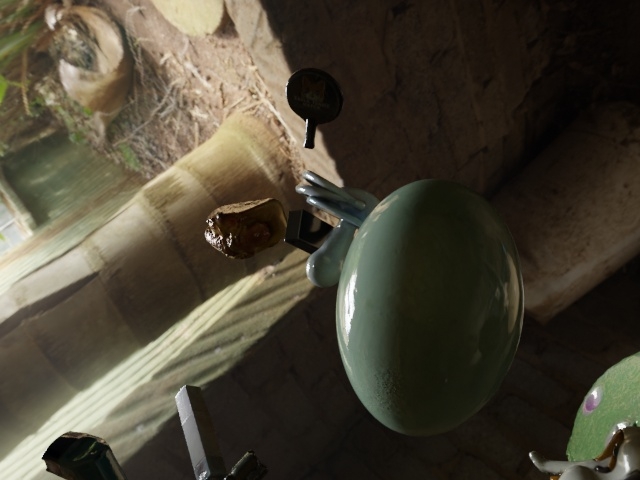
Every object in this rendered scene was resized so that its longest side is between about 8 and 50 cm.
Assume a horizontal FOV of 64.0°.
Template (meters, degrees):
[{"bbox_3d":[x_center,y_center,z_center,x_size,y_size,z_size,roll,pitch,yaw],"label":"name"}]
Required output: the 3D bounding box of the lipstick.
[{"bbox_3d":[-0.428,0.683,1.815,0.076,0.079,0.371,24,-159,-41],"label":"lipstick"}]

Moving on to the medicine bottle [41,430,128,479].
[{"bbox_3d":[-0.418,0.484,0.984,0.124,0.079,0.258,-14,108,25],"label":"medicine bottle"}]

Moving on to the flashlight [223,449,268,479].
[{"bbox_3d":[-0.339,0.838,1.579,0.103,0.424,0.103,39,156,21],"label":"flashlight"}]

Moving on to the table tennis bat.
[{"bbox_3d":[-0.019,-0.331,1.303,0.150,0.027,0.236,17,139,6],"label":"table tennis bat"}]

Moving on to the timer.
[{"bbox_3d":[0.386,0.256,0.600,0.175,0.266,0.175,43,-157,-23],"label":"timer"}]

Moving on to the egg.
[{"bbox_3d":[0.163,0.095,0.781,0.276,0.388,0.276,11,171,2],"label":"egg"}]

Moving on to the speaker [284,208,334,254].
[{"bbox_3d":[0.000,0.000,1.252,0.044,0.082,0.218,-5,159,36],"label":"speaker"}]

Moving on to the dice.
[{"bbox_3d":[0.777,0.463,1.119,0.322,0.330,0.318,31,142,9],"label":"dice"}]

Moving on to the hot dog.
[{"bbox_3d":[-0.224,-0.033,1.437,0.257,0.153,0.150,-5,115,38],"label":"hot dog"}]

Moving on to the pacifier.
[{"bbox_3d":[0.032,-0.009,1.134,0.244,0.233,0.299,24,-179,-3],"label":"pacifier"}]
